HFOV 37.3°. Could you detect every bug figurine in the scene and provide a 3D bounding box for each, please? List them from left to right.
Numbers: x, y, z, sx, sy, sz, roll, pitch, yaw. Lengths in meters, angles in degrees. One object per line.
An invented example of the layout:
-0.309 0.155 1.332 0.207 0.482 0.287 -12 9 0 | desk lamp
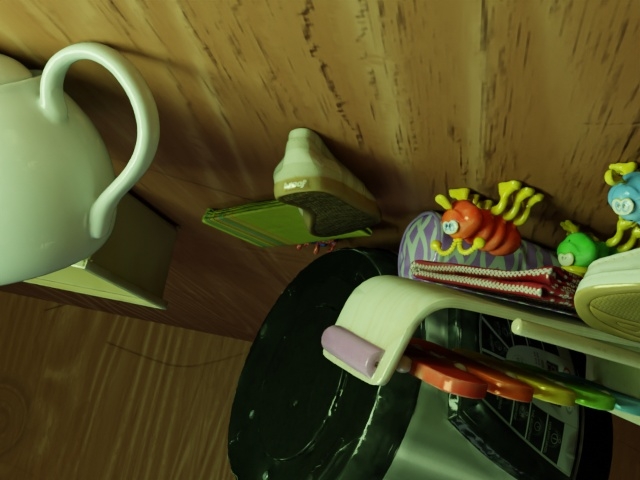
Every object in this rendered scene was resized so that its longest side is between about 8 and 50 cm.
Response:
0.236 -0.005 0.796 0.216 0.072 0.279 19 166 -29 | bug figurine

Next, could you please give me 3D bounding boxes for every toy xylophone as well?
0.171 0.099 0.794 0.322 0.081 0.236 13 -178 -15 | toy xylophone

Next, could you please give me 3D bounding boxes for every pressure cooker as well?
0.143 0.230 1.170 0.420 0.370 0.375 25 -170 -26 | pressure cooker

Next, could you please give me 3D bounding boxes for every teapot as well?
-0.285 -0.076 0.767 0.256 0.187 0.252 -11 -161 -24 | teapot

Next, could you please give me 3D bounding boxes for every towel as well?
-0.045 -0.022 1.120 0.102 0.021 0.237 23 164 -30 | towel
0.246 0.054 0.874 0.274 0.031 0.199 13 176 -27 | towel

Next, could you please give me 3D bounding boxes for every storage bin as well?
-0.354 -0.012 1.253 0.260 0.123 0.262 9 168 15 | storage bin

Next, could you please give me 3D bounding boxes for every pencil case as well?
0.182 0.035 1.004 0.206 0.088 0.086 18 165 -20 | pencil case

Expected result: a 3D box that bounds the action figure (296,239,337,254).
0.000 0.000 1.180 0.038 0.030 0.115 20 165 -11 | action figure

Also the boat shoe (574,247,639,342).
0.318 0.012 0.659 0.277 0.096 0.098 -5 147 18 | boat shoe

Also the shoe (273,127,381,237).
0.009 -0.049 0.892 0.076 0.058 0.219 -11 167 12 | shoe
